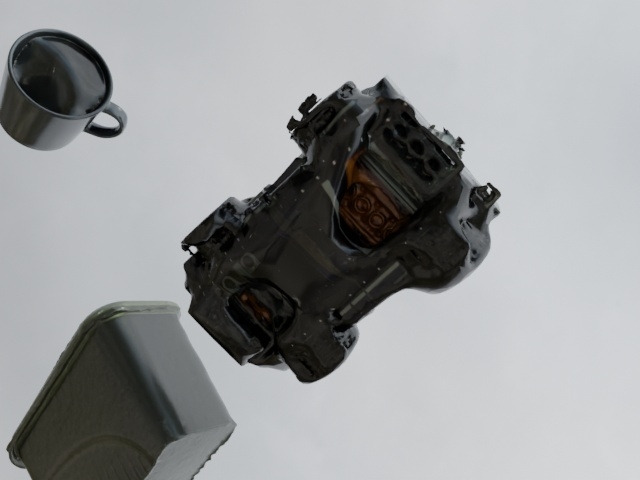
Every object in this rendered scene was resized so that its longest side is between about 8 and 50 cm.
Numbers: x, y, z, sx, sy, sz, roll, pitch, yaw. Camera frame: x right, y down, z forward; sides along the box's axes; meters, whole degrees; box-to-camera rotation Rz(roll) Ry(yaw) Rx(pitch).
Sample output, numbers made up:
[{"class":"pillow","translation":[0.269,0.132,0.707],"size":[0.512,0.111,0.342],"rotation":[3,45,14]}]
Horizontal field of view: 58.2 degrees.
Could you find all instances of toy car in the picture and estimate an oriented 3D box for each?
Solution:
[{"class":"toy car","translation":[0.000,0.000,0.526],"size":[0.301,0.118,0.193],"rotation":[-41,-83,25]}]

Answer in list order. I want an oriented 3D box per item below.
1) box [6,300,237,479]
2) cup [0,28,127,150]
[{"class":"box","translation":[-0.231,0.221,0.659],"size":[0.178,0.138,0.274],"rotation":[49,-65,29]},{"class":"cup","translation":[-0.214,-0.114,0.481],"size":[0.077,0.100,0.078],"rotation":[-25,-138,48]}]
